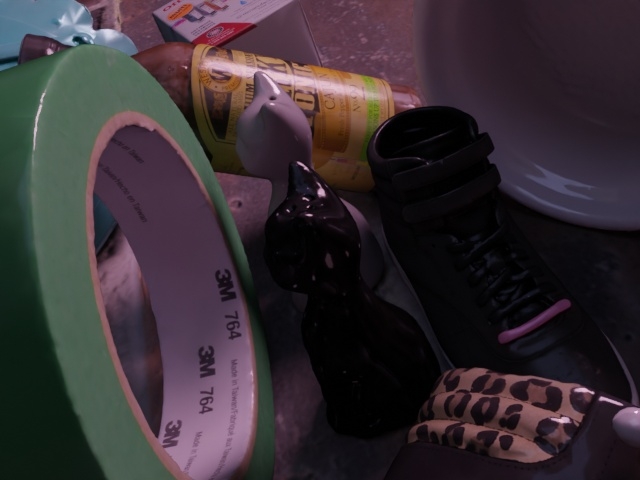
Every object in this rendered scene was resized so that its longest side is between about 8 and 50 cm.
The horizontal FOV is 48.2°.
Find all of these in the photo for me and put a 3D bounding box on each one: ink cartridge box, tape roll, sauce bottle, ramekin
[{"bbox_3d":[-0.099,-0.231,0.868,0.128,0.127,0.176,-34,42,-12],"label":"ink cartridge box"},{"bbox_3d":[-0.116,0.045,0.447,0.077,0.321,0.321,-14,43,9],"label":"tape roll"},{"bbox_3d":[-0.081,-0.111,0.630,0.345,0.111,0.111,5,39,-18],"label":"sauce bottle"},{"bbox_3d":[0.222,-0.155,0.549,0.277,0.277,0.135,17,48,36],"label":"ramekin"}]

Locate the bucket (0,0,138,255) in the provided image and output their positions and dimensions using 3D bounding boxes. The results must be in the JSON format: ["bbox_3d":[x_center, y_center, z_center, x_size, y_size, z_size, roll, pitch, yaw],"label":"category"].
[{"bbox_3d":[-0.308,-0.097,0.728,0.281,0.281,0.183,1,51,25],"label":"bucket"}]

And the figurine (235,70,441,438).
[{"bbox_3d":[0.000,0.000,0.525,0.092,0.209,0.214,-22,42,1],"label":"figurine"}]

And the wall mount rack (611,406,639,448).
[{"bbox_3d":[0.275,0.138,0.212,0.304,0.130,0.350,-22,30,27],"label":"wall mount rack"}]

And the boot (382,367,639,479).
[{"bbox_3d":[0.119,0.219,0.300,0.377,0.138,0.284,11,51,46],"label":"boot"}]

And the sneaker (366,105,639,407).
[{"bbox_3d":[0.112,0.009,0.515,0.105,0.146,0.295,-26,43,-6],"label":"sneaker"}]
